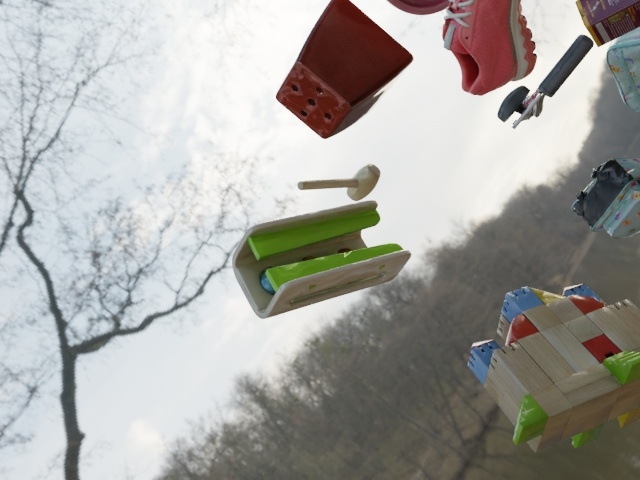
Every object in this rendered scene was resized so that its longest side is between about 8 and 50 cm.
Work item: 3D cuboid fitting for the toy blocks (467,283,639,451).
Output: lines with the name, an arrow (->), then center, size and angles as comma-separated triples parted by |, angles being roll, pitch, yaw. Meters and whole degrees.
toy blocks -> 0.414, 0.184, 1.218 | 0.381, 0.261, 0.190 | -17, -47, -19

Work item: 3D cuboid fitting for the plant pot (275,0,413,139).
plant pot -> 0.037, -0.433, 1.884 | 0.235, 0.267, 0.267 | -53, 4, -32

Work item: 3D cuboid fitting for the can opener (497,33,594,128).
can opener -> 0.556, -0.403, 1.779 | 0.283, 0.095, 0.076 | -55, -6, 24

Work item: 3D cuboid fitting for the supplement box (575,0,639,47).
supplement box -> 0.678, -0.523, 1.567 | 0.188, 0.080, 0.104 | -24, -25, 29

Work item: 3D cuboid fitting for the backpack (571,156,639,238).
backpack -> 0.679, -0.097, 1.557 | 0.188, 0.144, 0.165 | -15, -39, -33

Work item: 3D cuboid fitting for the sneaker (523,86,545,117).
sneaker -> 0.585, -0.395, 1.971 | 0.042, 0.067, 0.118 | -45, -27, -16

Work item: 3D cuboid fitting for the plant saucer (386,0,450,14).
plant saucer -> 0.259, -0.750, 1.810 | 0.332, 0.084, 0.332 | -10, -63, -20

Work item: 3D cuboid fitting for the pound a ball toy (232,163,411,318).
pound a ball toy -> 0.000, 0.000, 1.228 | 0.319, 0.208, 0.135 | -14, -28, -35

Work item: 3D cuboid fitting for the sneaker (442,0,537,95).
sneaker -> 0.252, -0.367, 1.136 | 0.136, 0.116, 0.313 | -33, -54, -8

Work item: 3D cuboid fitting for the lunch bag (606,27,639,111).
lunch bag -> 0.977, -0.500, 2.087 | 0.279, 0.224, 0.108 | 50, -123, -33
